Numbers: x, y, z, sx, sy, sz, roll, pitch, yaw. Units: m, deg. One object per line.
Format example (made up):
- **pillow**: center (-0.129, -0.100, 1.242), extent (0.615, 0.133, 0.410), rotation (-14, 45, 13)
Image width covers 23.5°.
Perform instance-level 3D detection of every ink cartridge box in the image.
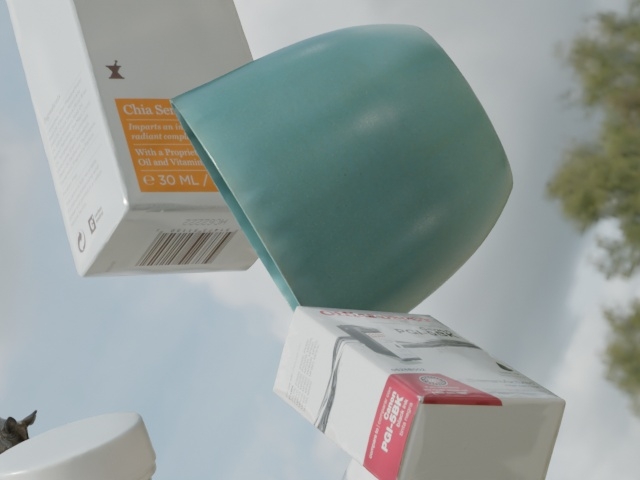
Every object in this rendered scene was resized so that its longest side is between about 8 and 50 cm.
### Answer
- **ink cartridge box**: center (0.051, 0.085, 0.840), extent (0.099, 0.135, 0.056), rotation (5, -75, -33)

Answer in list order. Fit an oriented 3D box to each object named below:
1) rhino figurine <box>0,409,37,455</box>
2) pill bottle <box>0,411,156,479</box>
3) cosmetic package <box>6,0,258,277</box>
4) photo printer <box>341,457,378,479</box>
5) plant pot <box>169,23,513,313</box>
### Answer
- **rhino figurine**: center (-0.367, 0.235, 1.603), extent (0.073, 0.243, 0.106), rotation (6, -112, -64)
- **pill bottle**: center (-0.152, 0.294, 1.196), extent (0.169, 0.169, 0.301), rotation (-30, -75, -57)
- **cosmetic package**: center (-0.211, -0.191, 1.834), extent (0.230, 0.453, 0.161), rotation (-2, -29, -33)
- **photo printer**: center (0.073, 0.375, 1.605), extent (0.107, 0.256, 0.307), rotation (5, -53, -22)
- **plant pot**: center (0.035, -0.064, 1.431), extent (0.235, 0.293, 0.293), rotation (-31, -30, -3)
